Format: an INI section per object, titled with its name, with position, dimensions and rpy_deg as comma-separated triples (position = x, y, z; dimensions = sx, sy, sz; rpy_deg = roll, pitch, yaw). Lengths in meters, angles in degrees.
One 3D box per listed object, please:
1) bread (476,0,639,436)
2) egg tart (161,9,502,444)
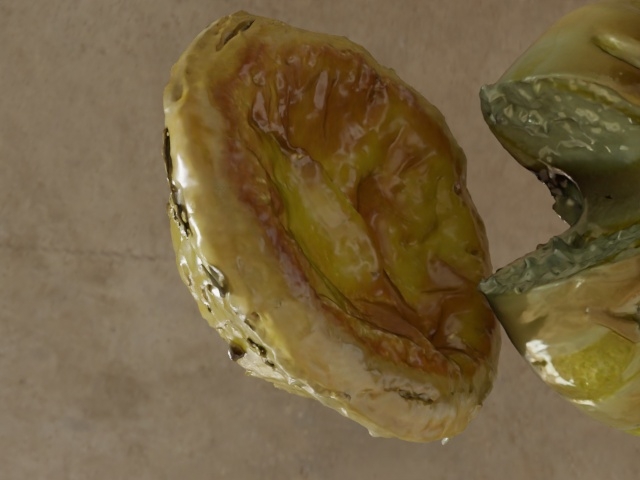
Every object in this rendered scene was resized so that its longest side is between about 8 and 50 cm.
[bread]
position = 0.257, -0.021, 0.934
dimensions = 0.333, 0.333, 0.160
rpy_deg = 42, 144, -21
[egg tart]
position = -0.001, 0.000, 0.909
dimensions = 0.132, 0.341, 0.341
rpy_deg = -28, 118, 33
